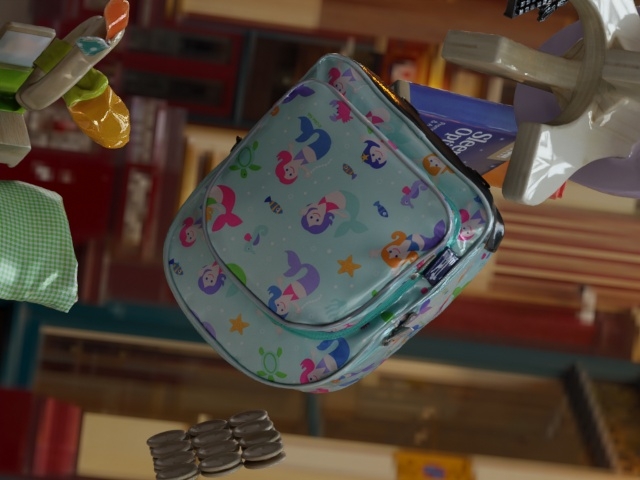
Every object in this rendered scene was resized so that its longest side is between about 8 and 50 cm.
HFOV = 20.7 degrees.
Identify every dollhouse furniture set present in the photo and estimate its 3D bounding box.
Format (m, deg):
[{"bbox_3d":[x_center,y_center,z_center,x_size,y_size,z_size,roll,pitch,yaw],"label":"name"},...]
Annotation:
[{"bbox_3d":[-0.343,-0.094,1.860,0.151,0.197,0.301,-46,-129,39],"label":"dollhouse furniture set"}]

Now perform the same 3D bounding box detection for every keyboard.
[{"bbox_3d":[0.297,-0.316,2.132,0.023,0.180,0.108,47,-35,28],"label":"keyboard"}]

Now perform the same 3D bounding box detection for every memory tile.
[{"bbox_3d":[-0.090,0.178,1.504,0.148,0.113,0.012,-137,-147,-78],"label":"memory tile"}]

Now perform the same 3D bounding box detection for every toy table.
[{"bbox_3d":[0.244,-0.138,1.539,0.274,0.161,0.252,-3,-105,44],"label":"toy table"}]

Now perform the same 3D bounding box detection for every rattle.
[{"bbox_3d":[-0.222,-0.166,1.833,0.199,0.143,0.130,-21,-166,46],"label":"rattle"}]

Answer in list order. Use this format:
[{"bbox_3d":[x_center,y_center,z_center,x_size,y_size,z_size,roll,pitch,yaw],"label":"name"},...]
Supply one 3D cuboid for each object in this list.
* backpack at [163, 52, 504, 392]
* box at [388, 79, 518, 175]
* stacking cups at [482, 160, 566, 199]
[{"bbox_3d":[0.000,0.000,1.450,0.253,0.225,0.191,-45,167,10],"label":"backpack"},{"bbox_3d":[0.140,-0.111,1.862,0.136,0.225,0.036,-31,-124,54],"label":"box"},{"bbox_3d":[0.135,-0.108,2.056,0.096,0.316,0.096,17,90,-84],"label":"stacking cups"}]
